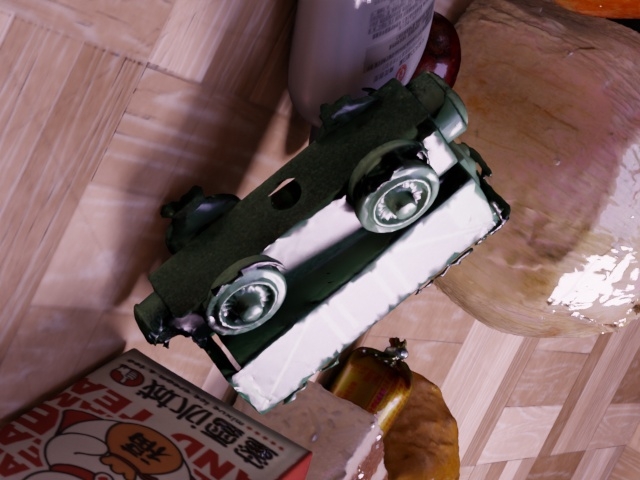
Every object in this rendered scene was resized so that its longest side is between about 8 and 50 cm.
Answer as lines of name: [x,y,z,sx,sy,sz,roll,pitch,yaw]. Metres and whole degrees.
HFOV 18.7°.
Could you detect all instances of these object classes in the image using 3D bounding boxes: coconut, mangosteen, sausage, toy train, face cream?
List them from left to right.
sausage: [-0.021,0.243,1.767,0.371,0.082,0.082,-59,160,-13]
toy train: [0.000,0.000,1.339,0.269,0.115,0.154,-39,143,-1]
face cream: [0.032,-0.152,1.372,0.144,0.071,0.291,-41,151,-39]
mangosteen: [0.068,-0.138,1.486,0.081,0.081,0.081,-50,157,-30]
coconut: [0.210,-0.055,1.677,0.297,0.254,0.297,-48,155,-31]

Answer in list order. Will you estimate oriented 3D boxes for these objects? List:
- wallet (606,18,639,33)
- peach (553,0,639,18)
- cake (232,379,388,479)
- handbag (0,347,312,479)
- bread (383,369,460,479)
wallet: [0.319,-0.151,1.849,0.323,0.247,0.041,-60,145,-10]
peach: [0.237,-0.284,1.513,0.257,0.232,0.232,7,114,-34]
cake: [-0.024,0.195,1.608,0.135,0.134,0.147,-53,165,-28]
handbag: [-0.150,0.205,1.254,0.298,0.171,0.151,-32,146,-57]
bread: [0.058,0.243,1.887,0.229,0.139,0.143,-52,166,-22]
